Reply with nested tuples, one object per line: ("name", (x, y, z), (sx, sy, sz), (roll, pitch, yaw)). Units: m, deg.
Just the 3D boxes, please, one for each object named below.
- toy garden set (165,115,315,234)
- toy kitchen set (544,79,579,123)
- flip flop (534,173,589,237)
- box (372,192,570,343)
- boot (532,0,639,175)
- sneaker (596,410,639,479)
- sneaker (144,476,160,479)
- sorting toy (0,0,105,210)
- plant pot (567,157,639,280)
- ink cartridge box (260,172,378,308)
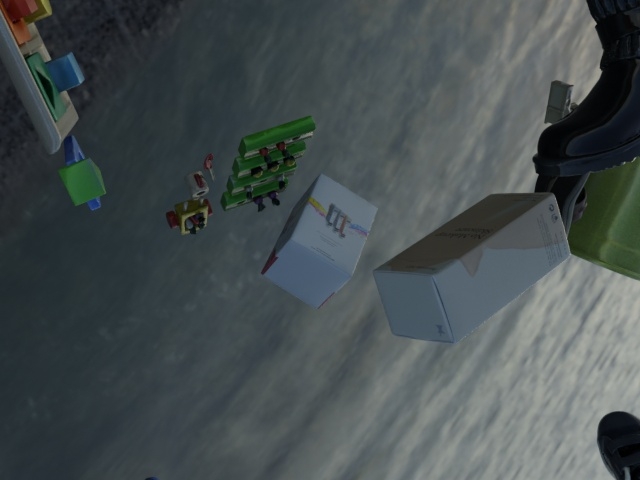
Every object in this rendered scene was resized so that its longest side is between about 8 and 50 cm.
("toy garden set", (-0.119, -0.082, 1.429), (0.203, 0.049, 0.244), (-20, 167, -19))
("toy kitchen set", (0.422, -0.223, 1.576), (0.083, 0.068, 0.075), (-24, 130, -37))
("flip flop", (0.491, -0.063, 1.956), (0.080, 0.112, 0.277), (22, 81, -39))
("box", (0.249, 0.038, 1.564), (0.311, 0.148, 0.121), (-31, 110, -35))
("boot", (0.412, -0.261, 1.368), (0.348, 0.131, 0.260), (-28, 106, -20))
("sneaker", (0.611, 0.431, 1.814), (0.126, 0.321, 0.127), (-18, 133, 3))
("sneaker", (-0.217, 0.403, 1.464), (0.059, 0.053, 0.144), (-47, 118, -32))
("sorting toy", (-0.272, -0.188, 0.919), (0.047, 0.196, 0.348), (-23, 109, -3))
("plant pot", (0.657, -0.074, 2.127), (0.276, 0.276, 0.254), (2, 112, -60))
("ink cartridge box", (0.000, 0.000, 1.707), (0.128, 0.127, 0.176), (-49, -168, 47))
